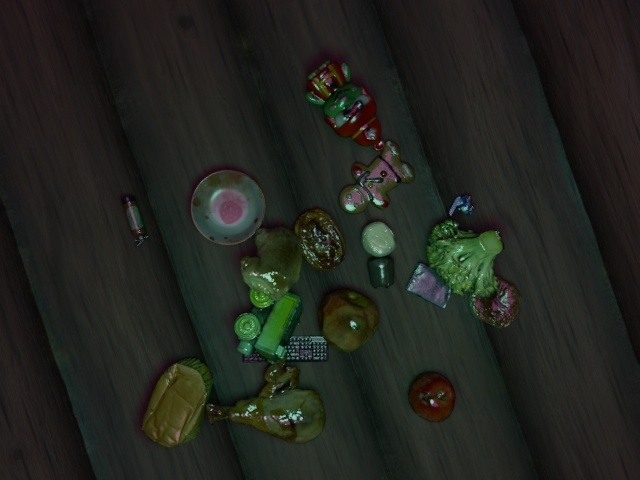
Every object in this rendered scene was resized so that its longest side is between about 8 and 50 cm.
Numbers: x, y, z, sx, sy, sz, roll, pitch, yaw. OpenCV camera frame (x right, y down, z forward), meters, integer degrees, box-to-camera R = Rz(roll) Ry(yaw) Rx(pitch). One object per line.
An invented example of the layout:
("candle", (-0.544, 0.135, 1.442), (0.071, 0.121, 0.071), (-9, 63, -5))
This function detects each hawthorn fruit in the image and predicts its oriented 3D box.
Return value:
("hawthorn fruit", (0.387, 0.544, 1.766), (0.172, 0.173, 0.173), (0, 89, -2))

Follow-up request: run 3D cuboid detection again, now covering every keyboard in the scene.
("keyboard", (-0.125, 0.389, 1.827), (0.309, 0.018, 0.101), (1, 90, -2))

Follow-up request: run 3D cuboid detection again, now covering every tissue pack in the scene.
("tissue pack", (0.398, 0.162, 1.833), (0.156, 0.051, 0.113), (27, 88, -2))

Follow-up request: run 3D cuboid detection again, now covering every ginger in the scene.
("ginger", (-0.167, 0.068, 1.689), (0.221, 0.130, 0.276), (-2, 58, -25))

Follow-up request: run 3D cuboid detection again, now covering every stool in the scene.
("stool", (0.218, 0.113, 1.808), (0.096, 0.096, 0.111), (-5, 93, -2))

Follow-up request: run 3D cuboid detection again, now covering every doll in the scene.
("doll", (0.101, -0.457, 1.781), (0.182, 0.160, 0.363), (-40, 93, -1))

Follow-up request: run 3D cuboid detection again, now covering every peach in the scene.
("peach", (0.100, 0.277, 1.733), (0.214, 0.235, 0.215), (-1, 98, -7))

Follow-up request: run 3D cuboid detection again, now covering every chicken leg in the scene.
("chicken leg", (-0.184, 0.542, 1.740), (0.408, 0.182, 0.296), (2, 76, -10))

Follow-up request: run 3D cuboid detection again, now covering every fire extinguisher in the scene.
("fire extinguisher", (-0.660, -0.067, 1.802), (0.062, 0.050, 0.178), (-17, 89, -21))

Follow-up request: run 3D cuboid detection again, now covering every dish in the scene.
("dish", (-0.321, -0.114, 1.798), (0.259, 0.085, 0.261), (0, 87, -1))

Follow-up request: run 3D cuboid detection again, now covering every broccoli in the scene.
("broccoli", (0.509, 0.060, 1.731), (0.287, 0.245, 0.248), (14, 66, -15))

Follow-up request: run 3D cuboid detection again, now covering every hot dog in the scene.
("hot dog", (-0.002, 0.001, 1.802), (0.160, 0.099, 0.227), (-35, 93, -2))

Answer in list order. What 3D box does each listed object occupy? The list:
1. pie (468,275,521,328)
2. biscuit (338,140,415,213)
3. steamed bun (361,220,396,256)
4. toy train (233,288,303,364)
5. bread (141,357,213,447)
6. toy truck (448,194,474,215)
("pie", (0.635, 0.220, 1.843), (0.194, 0.046, 0.196), (0, 88, -3))
("biscuit", (0.195, -0.208, 1.837), (0.301, 0.049, 0.197), (-37, 88, -1))
("steamed bun", (0.202, 0.001, 1.808), (0.112, 0.091, 0.130), (-31, 77, -12))
("toy train", (-0.176, 0.276, 1.735), (0.188, 0.159, 0.272), (22, 67, 10))
("bread", (-0.473, 0.552, 1.746), (0.204, 0.156, 0.289), (17, 88, 13))
("toy truck", (0.508, -0.122, 1.845), (0.089, 0.056, 0.073), (-17, 85, 11))
